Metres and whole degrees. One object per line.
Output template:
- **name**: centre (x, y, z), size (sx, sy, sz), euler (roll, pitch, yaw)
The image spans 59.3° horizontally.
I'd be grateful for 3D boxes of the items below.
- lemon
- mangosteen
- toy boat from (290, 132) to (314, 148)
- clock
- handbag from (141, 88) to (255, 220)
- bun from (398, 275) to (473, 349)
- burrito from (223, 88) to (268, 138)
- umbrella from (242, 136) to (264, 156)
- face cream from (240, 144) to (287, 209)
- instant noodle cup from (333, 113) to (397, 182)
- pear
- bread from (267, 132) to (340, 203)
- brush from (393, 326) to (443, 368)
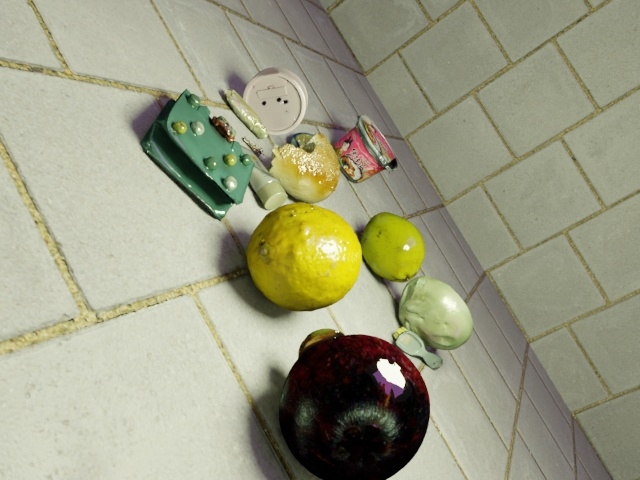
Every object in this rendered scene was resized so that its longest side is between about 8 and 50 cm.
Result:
- **lemon**: centre (-0.041, 0.039, 1.287), size (0.310, 0.253, 0.254), euler (6, 54, -54)
- **mangosteen**: centre (0.066, 0.320, 1.103), size (0.300, 0.300, 0.300), euler (44, 26, -28)
- **toy boat**: centre (-0.052, -0.347, 2.005), size (0.080, 0.045, 0.229), euler (56, 23, -1)
- **clock**: centre (-0.139, -0.433, 1.749), size (0.197, 0.196, 0.068), euler (49, 23, -18)
- **handbag**: centre (-0.271, -0.219, 1.338), size (0.269, 0.100, 0.274), euler (47, 26, -21)
- **bun**: centre (0.363, 0.261, 1.873), size (0.283, 0.179, 0.283), euler (43, -21, 21)
- **burrito**: centre (-0.227, -0.387, 1.711), size (0.188, 0.045, 0.058), euler (45, 19, -22)
- **umbrella**: centre (-0.198, -0.276, 1.662), size (0.083, 0.020, 0.032), euler (42, 67, -32)
- **face cream**: centre (-0.175, -0.191, 1.557), size (0.114, 0.070, 0.224), euler (15, 39, -58)
- **instant noodle cup**: centre (0.167, -0.349, 2.271), size (0.258, 0.181, 0.303), euler (38, 29, -36)
- **pear**: centre (0.247, 0.020, 1.930), size (0.212, 0.212, 0.269), euler (25, 37, -52)
- **bread**: centre (-0.031, -0.214, 1.723), size (0.192, 0.171, 0.314), euler (56, 23, 6)
- **brush**: centre (0.316, 0.350, 1.849), size (0.297, 0.068, 0.060), euler (41, 6, -42)
